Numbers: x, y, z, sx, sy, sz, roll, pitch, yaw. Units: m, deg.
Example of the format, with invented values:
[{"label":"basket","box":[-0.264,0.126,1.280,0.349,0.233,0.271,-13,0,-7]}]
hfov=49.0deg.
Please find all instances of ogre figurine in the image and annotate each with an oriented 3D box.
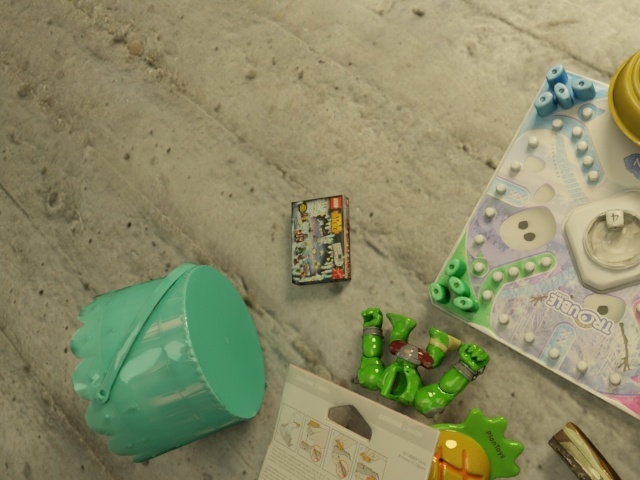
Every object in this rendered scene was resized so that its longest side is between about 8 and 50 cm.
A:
[{"label":"ogre figurine","box":[0.124,0.173,0.987,0.197,0.097,0.118,24,78,17]}]

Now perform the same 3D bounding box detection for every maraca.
[{"label":"maraca","box":[0.175,0.296,0.929,0.186,0.099,0.127,-32,98,14]}]

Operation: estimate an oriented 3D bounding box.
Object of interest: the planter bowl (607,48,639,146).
[{"label":"planter bowl","box":[0.475,-0.205,0.863,0.217,0.090,0.217,-6,57,10]}]

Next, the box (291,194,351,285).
[{"label":"box","box":[0.000,0.000,1.122,0.094,0.027,0.136,-8,75,23]}]

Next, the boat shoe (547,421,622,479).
[{"label":"boat shoe","box":[0.345,0.303,0.877,0.049,0.056,0.152,-42,55,17]}]

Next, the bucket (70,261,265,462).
[{"label":"bucket","box":[-0.217,0.176,1.059,0.183,0.281,0.281,-21,70,13]}]

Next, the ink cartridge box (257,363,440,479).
[{"label":"ink cartridge box","box":[0.033,0.336,0.953,0.296,0.066,0.261,14,86,48]}]

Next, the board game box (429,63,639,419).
[{"label":"board game box","box":[0.389,-0.003,0.923,0.390,0.050,0.389,29,92,28]}]
